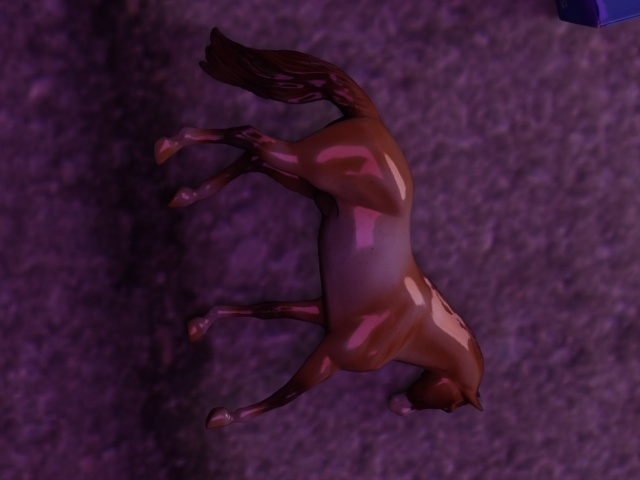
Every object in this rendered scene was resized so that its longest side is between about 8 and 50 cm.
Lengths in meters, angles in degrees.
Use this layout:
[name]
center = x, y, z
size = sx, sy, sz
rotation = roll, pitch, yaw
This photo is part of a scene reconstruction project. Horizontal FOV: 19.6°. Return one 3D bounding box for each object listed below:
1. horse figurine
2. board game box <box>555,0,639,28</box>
[horse figurine]
center = 0.000, 0.000, 1.097
size = 0.174, 0.066, 0.263
rotation = -10, 105, -2
[board game box]
center = 0.288, -0.282, 1.087
size = 0.347, 0.078, 0.233
rotation = -15, 103, -7
